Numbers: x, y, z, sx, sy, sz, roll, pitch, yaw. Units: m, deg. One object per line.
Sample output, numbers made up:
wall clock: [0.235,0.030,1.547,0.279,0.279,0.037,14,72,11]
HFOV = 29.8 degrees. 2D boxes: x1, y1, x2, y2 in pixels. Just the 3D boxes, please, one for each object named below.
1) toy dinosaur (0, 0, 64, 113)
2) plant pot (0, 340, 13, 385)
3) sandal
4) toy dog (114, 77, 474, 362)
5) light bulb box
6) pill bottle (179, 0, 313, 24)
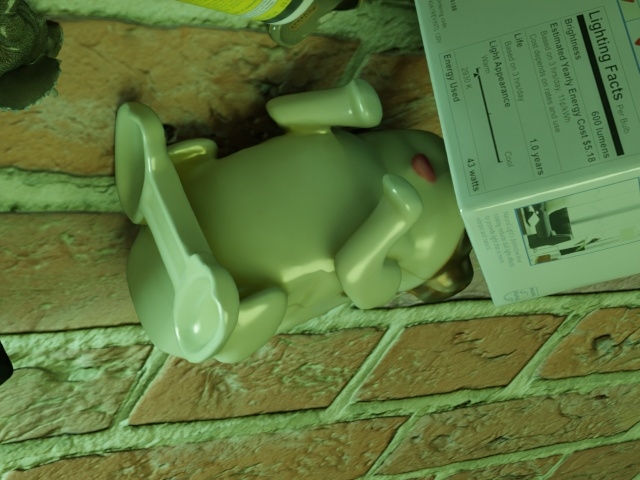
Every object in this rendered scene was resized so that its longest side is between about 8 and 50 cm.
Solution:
toy dinosaur: [-0.326,-0.187,1.025,0.314,0.121,0.160,1,124,-44]
plant pot: [-0.454,0.123,1.315,0.187,0.188,0.167,-38,159,14]
sandal: [0.018,-0.259,1.245,0.180,0.049,0.072,-43,145,22]
toy dog: [0.000,0.000,1.384,0.408,0.284,0.395,-15,146,-23]
light bulb box: [0.301,-0.168,1.224,0.361,0.357,0.225,-14,150,11]
pill bottle: [-0.105,-0.269,1.074,0.209,0.119,0.119,5,135,-42]
